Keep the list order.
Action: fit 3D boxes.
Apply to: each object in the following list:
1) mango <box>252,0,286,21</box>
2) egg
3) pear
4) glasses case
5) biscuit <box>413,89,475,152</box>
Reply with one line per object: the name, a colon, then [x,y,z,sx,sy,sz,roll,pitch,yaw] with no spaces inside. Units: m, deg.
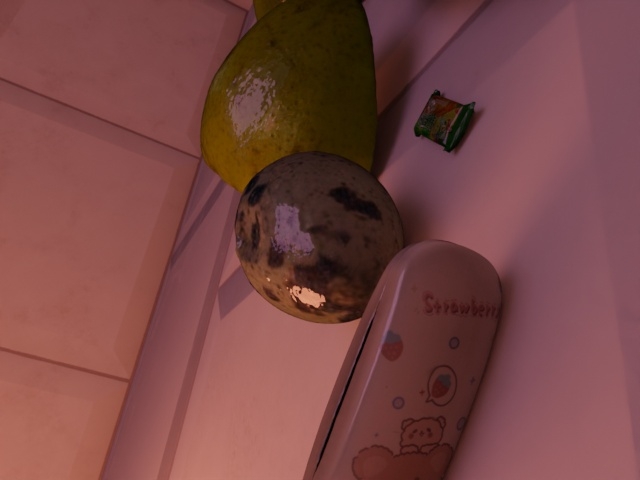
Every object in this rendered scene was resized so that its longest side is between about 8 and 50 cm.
mango: [-0.038,-0.452,0.928,0.343,0.156,0.192,98,178,-71]
egg: [0.000,0.000,0.471,0.141,0.141,0.181,-64,29,15]
pear: [-0.043,-0.178,0.637,0.288,0.139,0.239,48,120,49]
glasses case: [0.048,0.098,0.334,0.204,0.081,0.051,-71,21,1]
biscuit: [0.105,-0.104,0.481,0.046,0.016,0.089,-63,20,15]
